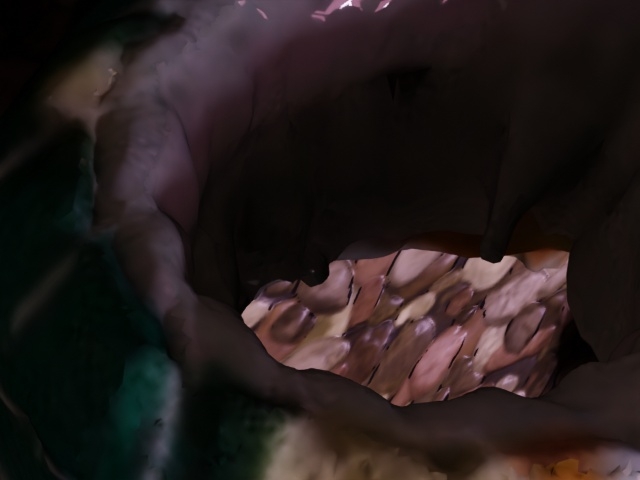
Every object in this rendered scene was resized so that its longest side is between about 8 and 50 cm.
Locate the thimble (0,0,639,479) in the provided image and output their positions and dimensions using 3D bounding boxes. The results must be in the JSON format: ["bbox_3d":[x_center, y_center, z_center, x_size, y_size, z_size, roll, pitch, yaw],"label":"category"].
[{"bbox_3d":[0.034,0.019,0.605,0.288,0.254,0.167,-45,157,-36],"label":"thimble"}]
